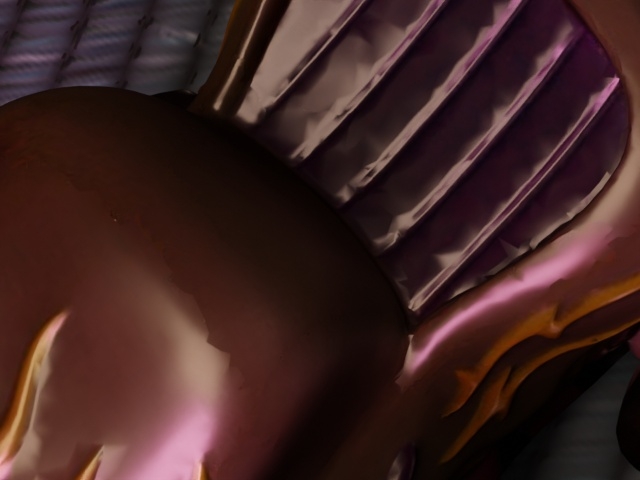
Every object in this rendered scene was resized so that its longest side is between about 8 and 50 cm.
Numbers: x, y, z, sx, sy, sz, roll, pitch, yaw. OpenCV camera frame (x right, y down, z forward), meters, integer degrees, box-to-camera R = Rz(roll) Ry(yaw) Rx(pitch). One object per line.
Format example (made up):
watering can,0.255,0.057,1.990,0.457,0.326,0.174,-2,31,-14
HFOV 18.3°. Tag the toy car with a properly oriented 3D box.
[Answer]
toy car,0.000,0.000,0.717,0.341,0.240,0.271,-45,64,9
